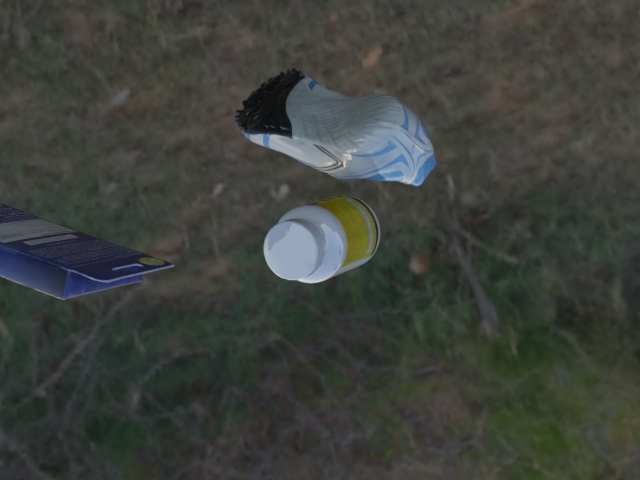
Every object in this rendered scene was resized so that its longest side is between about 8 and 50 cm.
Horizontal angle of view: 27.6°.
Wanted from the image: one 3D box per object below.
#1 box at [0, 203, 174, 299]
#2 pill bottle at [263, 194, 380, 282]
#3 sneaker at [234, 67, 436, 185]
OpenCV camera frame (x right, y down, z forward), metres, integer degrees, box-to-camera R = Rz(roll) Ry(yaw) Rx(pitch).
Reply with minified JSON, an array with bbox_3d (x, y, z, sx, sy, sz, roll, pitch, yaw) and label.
[{"bbox_3d":[-0.274,0.014,1.305,0.225,0.036,0.136,17,-167,23],"label":"box"},{"bbox_3d":[0.000,0.000,1.073,0.065,0.065,0.116,-30,176,25],"label":"pill bottle"},{"bbox_3d":[0.006,-0.093,1.147,0.085,0.237,0.086,-49,127,-15],"label":"sneaker"}]
